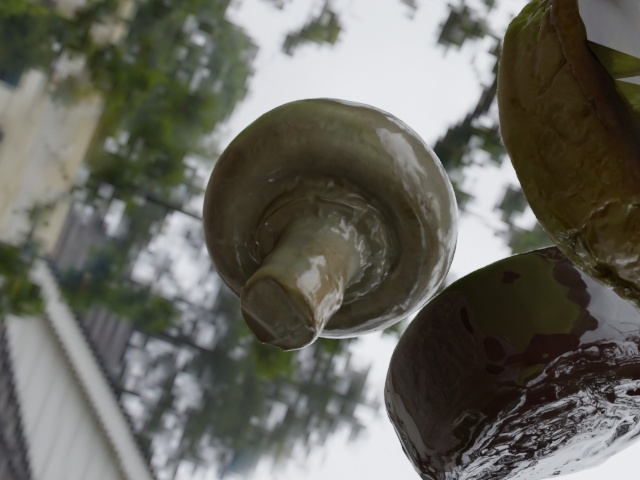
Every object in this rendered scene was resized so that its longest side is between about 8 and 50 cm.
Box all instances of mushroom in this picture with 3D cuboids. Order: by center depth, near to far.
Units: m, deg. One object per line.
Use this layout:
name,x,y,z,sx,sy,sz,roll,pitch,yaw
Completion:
mushroom,-0.004,-0.015,1.441,0.209,0.206,0.206,-7,129,-58

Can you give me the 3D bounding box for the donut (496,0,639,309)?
donut,0.309,-0.102,1.489,0.160,0.330,0.330,-43,-151,53

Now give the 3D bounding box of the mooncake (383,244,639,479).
mooncake,0.230,0.150,1.915,0.334,0.326,0.174,-41,-123,19
